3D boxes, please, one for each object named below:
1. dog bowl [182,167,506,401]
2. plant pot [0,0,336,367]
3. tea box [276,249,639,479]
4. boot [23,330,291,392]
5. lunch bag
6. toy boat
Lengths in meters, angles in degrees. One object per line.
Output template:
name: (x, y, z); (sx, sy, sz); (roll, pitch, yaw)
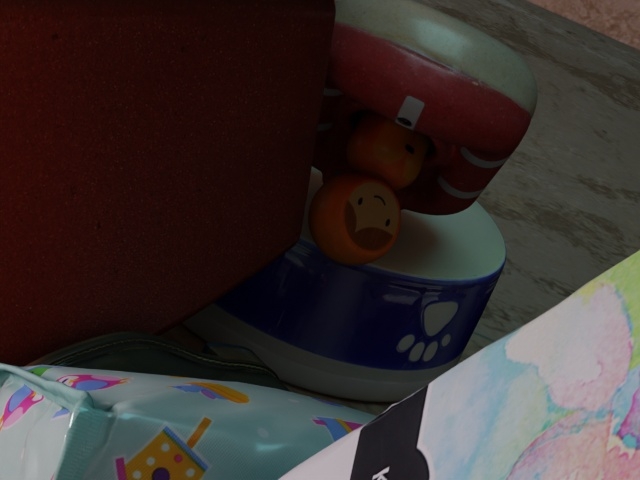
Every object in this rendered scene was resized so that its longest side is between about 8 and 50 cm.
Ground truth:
dog bowl: (0.000, 0.000, 1.090); (0.265, 0.104, 0.265); (21, 23, -9)
plant pot: (-0.142, -0.092, 0.867); (0.236, 0.267, 0.267); (-11, 39, -28)
tea box: (0.117, 0.190, 0.347); (0.220, 0.323, 0.329); (32, 45, -22)
boot: (-0.078, 0.110, 0.810); (0.219, 0.082, 0.106); (-1, 31, -49)
lunch bag: (-0.054, 0.143, 0.659); (0.223, 0.160, 0.262); (14, -8, -22)
toy boat: (0.040, -0.054, 0.943); (0.151, 0.151, 0.231); (24, -19, -1)
